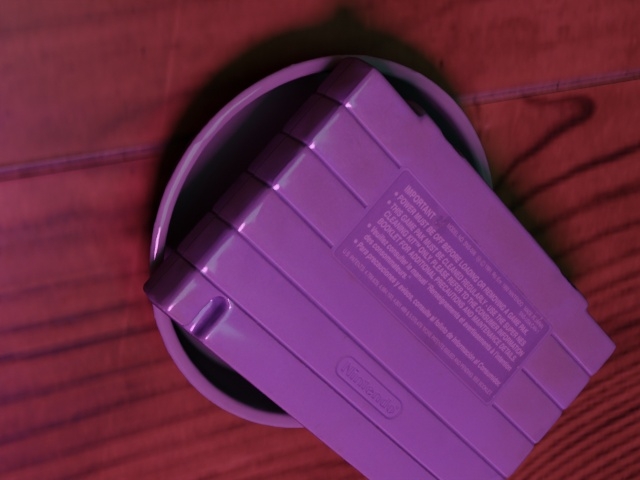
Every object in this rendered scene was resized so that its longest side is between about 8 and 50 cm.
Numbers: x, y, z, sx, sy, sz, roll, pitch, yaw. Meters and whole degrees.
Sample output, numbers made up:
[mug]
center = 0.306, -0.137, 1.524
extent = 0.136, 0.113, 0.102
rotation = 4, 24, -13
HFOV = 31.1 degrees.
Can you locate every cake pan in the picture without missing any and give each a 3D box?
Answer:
[cake pan]
center = 0.000, 0.000, 0.885
extent = 0.293, 0.054, 0.293
rotation = -9, 111, -26

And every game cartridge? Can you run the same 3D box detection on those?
[game cartridge]
center = 0.064, 0.056, 0.874
extent = 0.230, 0.068, 0.355
rotation = -51, 123, -9
